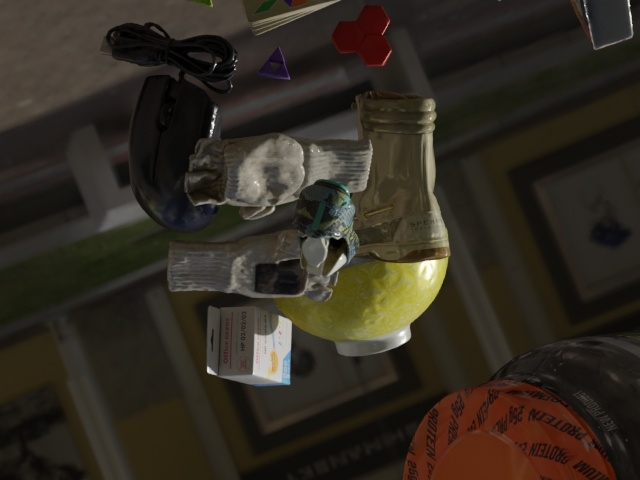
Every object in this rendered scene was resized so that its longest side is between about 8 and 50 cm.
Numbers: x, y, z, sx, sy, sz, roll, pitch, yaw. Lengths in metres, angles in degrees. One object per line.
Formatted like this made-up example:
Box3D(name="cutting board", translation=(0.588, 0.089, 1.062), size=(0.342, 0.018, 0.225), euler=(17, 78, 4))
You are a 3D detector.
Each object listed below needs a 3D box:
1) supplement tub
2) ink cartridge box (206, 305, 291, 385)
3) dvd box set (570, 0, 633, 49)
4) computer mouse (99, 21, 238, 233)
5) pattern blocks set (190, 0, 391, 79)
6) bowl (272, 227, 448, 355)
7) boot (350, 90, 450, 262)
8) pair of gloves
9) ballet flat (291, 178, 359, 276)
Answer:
Box3D(name="supplement tub", translation=(0.233, 0.159, 0.853), size=(0.338, 0.207, 0.207), euler=(-2, 165, -34))
Box3D(name="ink cartridge box", translation=(-0.105, 0.158, 1.978), size=(0.061, 0.104, 0.181), euler=(-4, 167, 21))
Box3D(name="dvd box set", translation=(0.306, -0.502, 1.767), size=(0.062, 0.420, 0.307), euler=(-19, 140, 6))
Box3D(name="computer mouse", translation=(-0.192, -0.125, 1.629), size=(0.188, 0.272, 0.072), euler=(14, -152, 26))
Box3D(name="pattern blocks set", translation=(-0.052, -0.372, 1.718), size=(0.285, 0.325, 0.026), euler=(-7, -178, 0))
Box3D(name="bowl", translation=(0.064, 0.084, 1.987), size=(0.289, 0.156, 0.289), euler=(-12, -171, 2))
Box3D(name="boot", translation=(0.068, -0.081, 1.614), size=(0.095, 0.203, 0.262), euler=(-8, -173, -23))
Box3D(name="pair of gloves", translation=(-0.058, -0.021, 1.450), size=(0.204, 0.042, 0.240), euler=(3, 132, -18))
Box3D(name="ballet flat", translation=(0.000, 0.000, 1.266), size=(0.070, 0.070, 0.188), euler=(-22, 161, -2))
